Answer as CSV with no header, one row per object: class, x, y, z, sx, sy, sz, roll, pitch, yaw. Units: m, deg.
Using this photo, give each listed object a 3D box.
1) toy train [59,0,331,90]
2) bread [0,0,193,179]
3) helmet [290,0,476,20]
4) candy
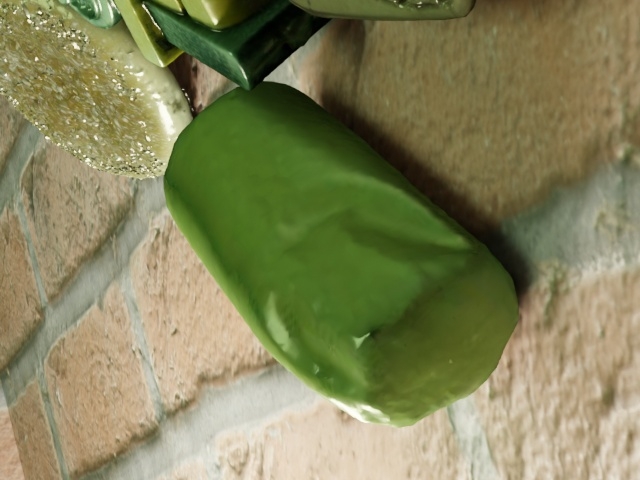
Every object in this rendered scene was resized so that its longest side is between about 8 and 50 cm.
toy train,-0.129,-0.274,1.086,0.253,0.160,0.397,32,158,40
bread,-0.238,-0.157,1.524,0.267,0.040,0.267,26,149,17
helmet,0.028,-0.233,0.892,0.204,0.137,0.257,42,167,-25
candy,0.000,0.000,1.086,0.343,0.142,0.132,44,132,53
